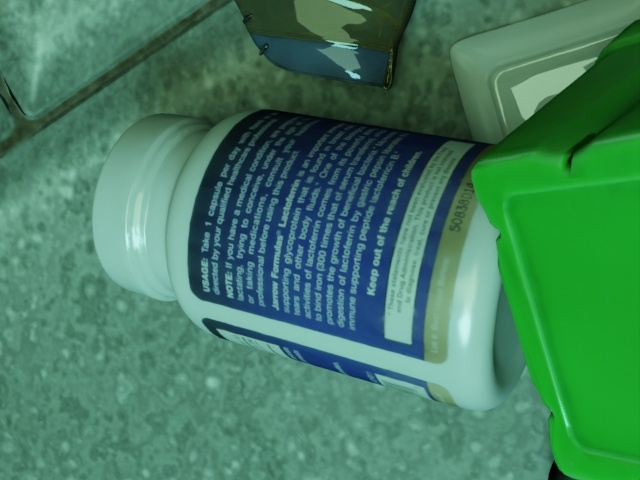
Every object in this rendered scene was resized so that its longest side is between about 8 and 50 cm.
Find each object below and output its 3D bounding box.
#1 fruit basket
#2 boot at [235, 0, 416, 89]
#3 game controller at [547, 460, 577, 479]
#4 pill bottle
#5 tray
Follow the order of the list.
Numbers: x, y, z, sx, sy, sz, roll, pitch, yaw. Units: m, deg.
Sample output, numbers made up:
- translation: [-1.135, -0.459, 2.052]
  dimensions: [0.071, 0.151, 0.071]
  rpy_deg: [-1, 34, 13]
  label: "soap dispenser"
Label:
- translation: [0.302, -0.041, 0.402]
  dimensions: [0.392, 0.392, 0.282]
  rpy_deg: [-15, 98, 20]
  label: "fruit basket"
- translation: [-0.044, -0.158, 0.595]
  dimensions: [0.219, 0.082, 0.106]
  rpy_deg: [6, 100, 14]
  label: "boot"
- translation: [0.303, 0.176, 0.546]
  dimensions: [0.319, 0.067, 0.166]
  rpy_deg: [-15, 101, 26]
  label: "game controller"
- translation: [0.000, 0.000, 0.567]
  dimensions: [0.265, 0.153, 0.153]
  rpy_deg: [13, 105, 25]
  label: "pill bottle"
- translation: [0.184, -0.016, 0.580]
  dimensions: [0.145, 0.030, 0.270]
  rpy_deg: [-15, 96, 19]
  label: "tray"
